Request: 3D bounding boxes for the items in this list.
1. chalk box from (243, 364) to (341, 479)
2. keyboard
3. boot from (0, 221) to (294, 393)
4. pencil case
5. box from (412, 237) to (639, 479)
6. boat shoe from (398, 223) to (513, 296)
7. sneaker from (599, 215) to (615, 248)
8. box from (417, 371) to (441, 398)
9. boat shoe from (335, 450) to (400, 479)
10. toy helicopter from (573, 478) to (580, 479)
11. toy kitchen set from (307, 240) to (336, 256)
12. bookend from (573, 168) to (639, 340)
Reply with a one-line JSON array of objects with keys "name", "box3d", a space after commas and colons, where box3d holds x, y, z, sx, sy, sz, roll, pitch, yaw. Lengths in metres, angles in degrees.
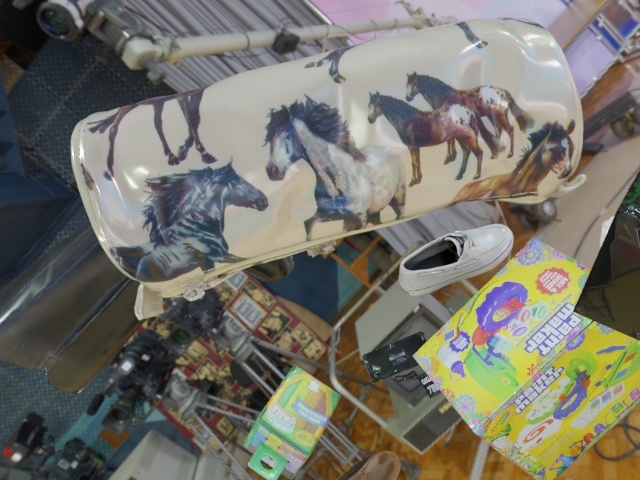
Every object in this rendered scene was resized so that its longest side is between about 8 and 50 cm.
[{"name": "chalk box", "box3d": [-0.071, 0.408, 0.964, 0.213, 0.132, 0.132, -50, -11, -50]}, {"name": "keyboard", "box3d": [0.210, 0.322, 1.174, 0.180, 0.108, 0.023, -25, -24, 11]}, {"name": "boot", "box3d": [-0.283, 0.088, 0.808, 0.146, 0.367, 0.445, 11, 54, 46]}, {"name": "pencil case", "box3d": [0.016, -0.069, 0.398, 0.410, 0.184, 0.160, -14, 5, 0]}, {"name": "box", "box3d": [0.370, 0.208, 0.749, 0.290, 0.279, 0.177, -45, 33, 4]}, {"name": "boat shoe", "box3d": [0.283, 0.023, 0.926, 0.267, 0.088, 0.096, -21, 49, -3]}, {"name": "sneaker", "box3d": [0.430, -0.028, 0.607, 0.051, 0.070, 0.134, -23, -45, -36]}, {"name": "box", "box3d": [0.428, 0.261, 1.099, 0.295, 0.073, 0.293, -16, -25, -35]}, {"name": "boat shoe", "box3d": [0.090, 0.527, 0.984, 0.207, 0.073, 0.073, -5, -22, -41]}, {"name": "toy helicopter", "box3d": [0.679, 0.621, 0.865, 0.140, 0.355, 0.235, -63, 6, -21]}, {"name": "toy kitchen set", "box3d": [0.000, 0.000, 1.310, 0.083, 0.075, 0.068, -28, 15, -18]}, {"name": "bookend", "box3d": [0.349, -0.006, 0.465, 0.156, 0.072, 0.157, -42, -38, -29]}]
